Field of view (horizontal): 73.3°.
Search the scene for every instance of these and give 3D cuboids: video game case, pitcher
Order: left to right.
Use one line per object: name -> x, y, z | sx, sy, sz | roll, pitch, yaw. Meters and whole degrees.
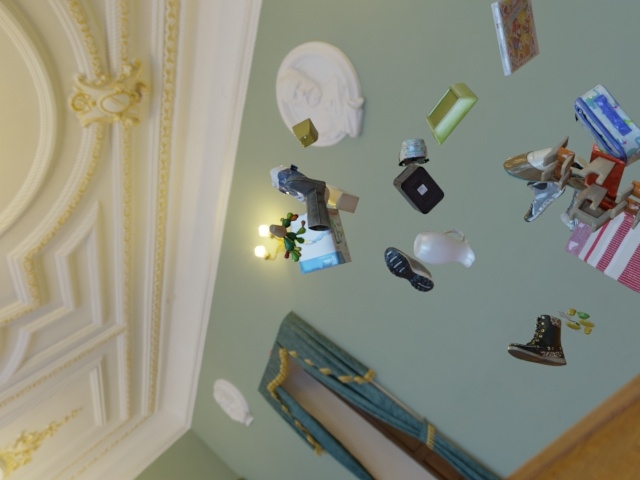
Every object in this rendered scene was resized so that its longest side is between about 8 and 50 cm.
pitcher -> 0.464, 0.015, 1.640 | 0.178, 0.207, 0.126 | -88, 9, -46
video game case -> 0.601, -0.641, 1.314 | 0.227, 0.026, 0.207 | -38, -63, -33

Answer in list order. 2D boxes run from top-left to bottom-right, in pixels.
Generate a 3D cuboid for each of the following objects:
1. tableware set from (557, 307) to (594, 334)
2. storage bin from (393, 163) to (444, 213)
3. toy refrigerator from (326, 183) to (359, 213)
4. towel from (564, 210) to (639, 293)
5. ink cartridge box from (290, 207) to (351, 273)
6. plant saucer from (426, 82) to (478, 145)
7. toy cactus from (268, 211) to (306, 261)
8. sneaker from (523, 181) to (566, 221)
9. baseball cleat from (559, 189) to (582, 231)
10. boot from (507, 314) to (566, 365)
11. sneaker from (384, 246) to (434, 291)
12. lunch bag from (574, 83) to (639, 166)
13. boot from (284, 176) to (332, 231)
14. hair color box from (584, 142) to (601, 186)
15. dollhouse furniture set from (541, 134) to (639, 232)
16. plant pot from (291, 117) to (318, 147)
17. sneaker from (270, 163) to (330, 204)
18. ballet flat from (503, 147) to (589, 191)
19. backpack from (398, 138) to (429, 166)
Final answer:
tableware set -> 0.882, 0.275, 1.466 | 0.154, 0.104, 0.024 | 43, -110, -33
storage bin -> 0.399, -0.210, 1.751 | 0.122, 0.180, 0.084 | -44, 22, 3
toy refrigerator -> 0.082, -0.217, 2.193 | 0.102, 0.269, 0.094 | 12, -77, -27
towel -> 1.023, 0.014, 1.468 | 0.037, 0.329, 0.237 | -5, -58, -27
ink cartridge box -> 0.000, 0.000, 2.041 | 0.197, 0.270, 0.198 | -16, -4, 21
plant saucer -> 0.429, -0.440, 1.459 | 0.188, 0.045, 0.188 | -53, 19, 29
toy cactus -> -0.135, -0.024, 1.693 | 0.180, 0.112, 0.219 | 23, -119, -47
sneaker -> 0.944, -0.195, 1.890 | 0.086, 0.132, 0.229 | -47, -9, -51
baseball cleat -> 1.058, -0.140, 1.803 | 0.072, 0.109, 0.206 | 22, -117, -52
boot -> 0.816, 0.367, 1.628 | 0.085, 0.236, 0.179 | 128, 156, -65
sneaker -> 0.388, 0.118, 1.904 | 0.100, 0.271, 0.108 | -43, 16, 32
lunch bag -> 0.794, -0.311, 1.183 | 0.090, 0.219, 0.176 | -34, -23, 24
boot -> -0.049, -0.142, 1.698 | 0.076, 0.189, 0.209 | 134, 138, -67
hair color box -> 0.910, -0.245, 1.386 | 0.043, 0.071, 0.141 | -106, 11, -64
dollhouse furniture set -> 0.758, -0.147, 1.161 | 0.135, 0.262, 0.259 | -44, -36, -4
plant pot -> -0.056, -0.406, 1.664 | 0.081, 0.083, 0.081 | -24, -50, 15
sneaker -> -0.107, -0.254, 2.009 | 0.130, 0.236, 0.322 | -62, -23, 0
ballet flat -> 0.832, -0.261, 1.521 | 0.124, 0.342, 0.116 | 105, 179, -59
backpack -> 0.440, -0.419, 2.047 | 0.182, 0.151, 0.115 | -16, -85, -81
